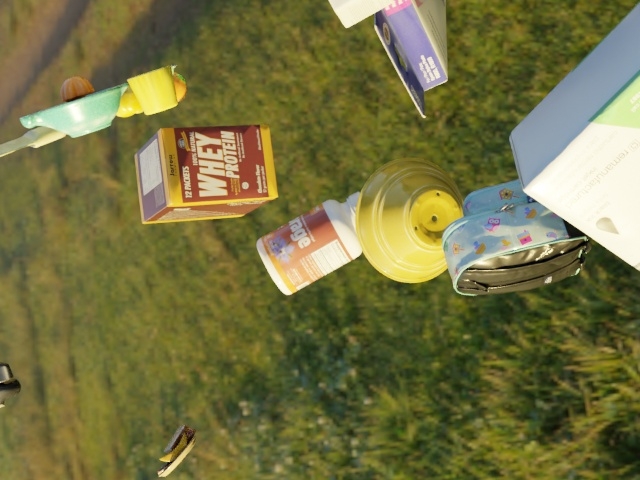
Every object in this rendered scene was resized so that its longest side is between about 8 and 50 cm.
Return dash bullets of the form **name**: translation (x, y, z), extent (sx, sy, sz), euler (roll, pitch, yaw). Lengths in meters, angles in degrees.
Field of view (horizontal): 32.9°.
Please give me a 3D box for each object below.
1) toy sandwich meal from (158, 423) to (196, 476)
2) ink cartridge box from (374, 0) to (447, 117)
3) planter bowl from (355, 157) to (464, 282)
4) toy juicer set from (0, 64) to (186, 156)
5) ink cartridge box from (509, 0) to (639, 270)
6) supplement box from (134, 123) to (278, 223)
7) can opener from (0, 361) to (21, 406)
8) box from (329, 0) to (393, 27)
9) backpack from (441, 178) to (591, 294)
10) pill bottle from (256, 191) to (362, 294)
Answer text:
- **toy sandwich meal**: translation (-0.210, 0.301, 1.558), extent (0.029, 0.085, 0.085), euler (42, 146, -3)
- **ink cartridge box**: translation (0.191, -0.478, 2.238), extent (0.071, 0.324, 0.330), euler (-11, 59, 19)
- **planter bowl**: translation (0.174, -0.036, 1.834), extent (0.090, 0.217, 0.217), euler (177, 92, -68)
- **toy juicer set**: translation (-0.368, -0.220, 1.720), extent (0.209, 0.329, 0.089), euler (-66, -41, -74)
- **ink cartridge box**: translation (0.376, -0.077, 1.116), extent (0.211, 0.289, 0.121), euler (-48, 22, 28)
- **supplement box**: translation (-0.201, -0.113, 1.873), extent (0.194, 0.191, 0.129), euler (159, 105, -66)
- **can opener**: translation (-0.533, 0.224, 1.603), extent (0.059, 0.186, 0.073), euler (-4, -97, -78)
- **box**: translation (0.046, -0.393, 1.633), extent (0.101, 0.087, 0.102), euler (63, -173, 10)
- **backpack**: translation (0.262, -0.001, 1.517), extent (0.166, 0.188, 0.144), euler (72, 177, -70)
- **pill bottle**: translation (0.000, 0.000, 2.014), extent (0.121, 0.216, 0.121), euler (60, -177, -6)
